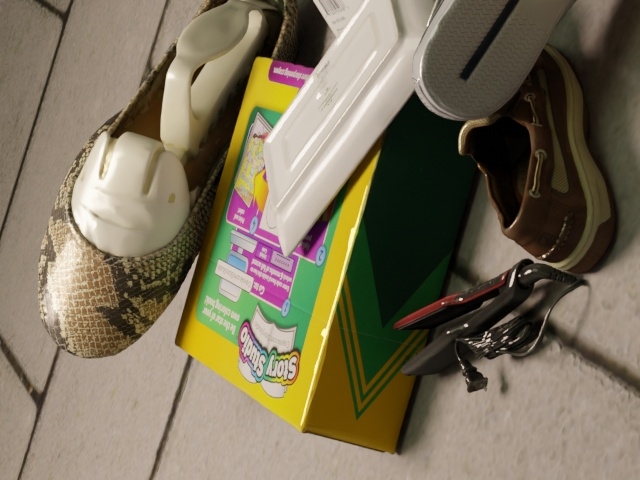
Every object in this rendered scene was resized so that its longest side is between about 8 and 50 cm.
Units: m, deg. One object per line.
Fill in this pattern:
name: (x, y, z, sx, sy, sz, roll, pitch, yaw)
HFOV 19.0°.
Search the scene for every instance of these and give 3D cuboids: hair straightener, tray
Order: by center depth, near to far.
hair straightener: (0.138, 0.078, 1.552, 0.230, 0.047, 0.089, -29, 65, 52)
tray: (0.017, -0.124, 1.673, 0.270, 0.030, 0.145, -53, 30, 34)

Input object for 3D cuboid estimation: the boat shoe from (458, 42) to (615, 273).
boat shoe: (0.158, -0.086, 1.518, 0.095, 0.095, 0.257, -60, 28, 31)

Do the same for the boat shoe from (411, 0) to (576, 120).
boat shoe: (0.174, -0.247, 1.484, 0.335, 0.121, 0.119, -50, 18, 8)

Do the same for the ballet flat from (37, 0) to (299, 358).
ballet flat: (-0.156, -0.110, 1.981, 0.182, 0.164, 0.483, 104, -167, -61)

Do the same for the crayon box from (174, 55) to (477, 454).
crayon box: (0.000, 0.000, 1.811, 0.363, 0.106, 0.313, 25, 100, 66)

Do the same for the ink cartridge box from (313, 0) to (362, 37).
ink cartridge box: (0.034, -0.284, 1.768, 0.087, 0.208, 0.153, -38, 12, -22)
